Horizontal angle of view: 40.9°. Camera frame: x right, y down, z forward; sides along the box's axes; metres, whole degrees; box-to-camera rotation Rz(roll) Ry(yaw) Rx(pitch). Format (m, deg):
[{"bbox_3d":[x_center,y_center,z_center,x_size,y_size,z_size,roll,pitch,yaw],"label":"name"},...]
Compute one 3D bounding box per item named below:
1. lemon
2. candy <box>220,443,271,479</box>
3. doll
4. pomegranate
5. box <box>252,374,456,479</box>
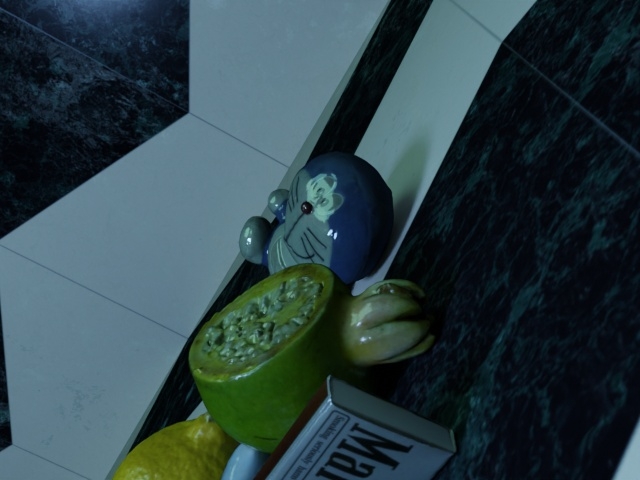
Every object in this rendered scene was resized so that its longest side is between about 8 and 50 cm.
[{"bbox_3d":[-0.163,0.315,1.026,0.244,0.187,0.187,-62,10,1],"label":"lemon"},{"bbox_3d":[-0.082,0.310,0.885,0.138,0.071,0.174,76,-152,-50],"label":"candy"},{"bbox_3d":[0.000,0.000,1.158,0.258,0.154,0.228,120,139,-52],"label":"doll"},{"bbox_3d":[0.000,0.119,0.872,0.241,0.159,0.190,-36,22,-2],"label":"pomegranate"},{"bbox_3d":[0.012,0.195,0.679,0.177,0.115,0.036,-57,18,26],"label":"box"}]
